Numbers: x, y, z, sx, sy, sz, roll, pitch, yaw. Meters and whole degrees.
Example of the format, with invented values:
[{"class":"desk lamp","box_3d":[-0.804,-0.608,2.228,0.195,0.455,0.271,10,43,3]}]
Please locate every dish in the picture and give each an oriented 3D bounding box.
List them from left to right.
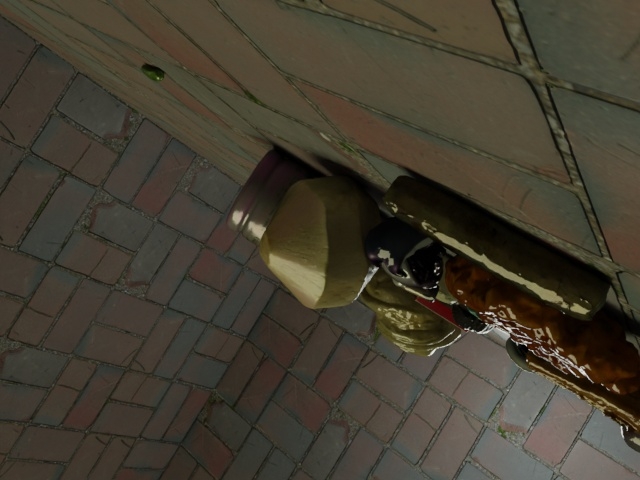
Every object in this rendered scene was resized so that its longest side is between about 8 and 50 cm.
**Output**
[{"class":"dish","box_3d":[0.663,0.336,2.130,0.141,0.078,0.141,16,-139,-14]}]

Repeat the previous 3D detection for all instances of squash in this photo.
[{"class":"squash","box_3d":[-0.357,-0.356,1.439,0.027,0.027,0.089,34,179,-42]}]

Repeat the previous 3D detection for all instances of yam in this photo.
[{"class":"yam","box_3d":[0.227,0.007,0.899,0.317,0.071,0.067,31,-146,18]}]

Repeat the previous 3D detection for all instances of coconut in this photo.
[{"class":"coconut","box_3d":[0.000,0.000,1.300,0.259,0.259,0.259,32,178,1]}]

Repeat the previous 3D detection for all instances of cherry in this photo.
[{"class":"cherry","box_3d":[0.926,0.528,1.885,0.176,0.140,0.176,10,164,3]}]

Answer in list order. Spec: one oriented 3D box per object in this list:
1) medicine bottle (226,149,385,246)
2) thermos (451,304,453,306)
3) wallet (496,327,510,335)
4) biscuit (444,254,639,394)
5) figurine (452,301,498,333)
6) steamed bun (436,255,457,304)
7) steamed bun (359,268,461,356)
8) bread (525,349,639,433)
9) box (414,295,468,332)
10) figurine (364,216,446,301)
[{"class":"medicine bottle","box_3d":[-0.028,-0.038,1.536,0.325,0.212,0.212,33,178,-3]},{"class":"thermos","box_3d":[0.295,0.101,1.830,0.187,0.083,0.073,33,-160,0]},{"class":"wallet","box_3d":[0.486,0.212,2.003,0.251,0.054,0.290,33,180,27]},{"class":"biscuit","box_3d":[0.363,0.126,1.119,0.312,0.111,0.318,34,177,-6]},{"class":"figurine","box_3d":[0.385,0.158,1.577,0.137,0.110,0.245,28,169,7]},{"class":"steamed bun","box_3d":[0.269,0.079,1.532,0.130,0.091,0.112,35,173,-4]},{"class":"steamed bun","box_3d":[0.298,0.235,2.331,0.372,0.230,0.325,29,-157,-17]},{"class":"bread","box_3d":[0.539,0.261,1.317,0.270,0.139,0.077,29,167,15]},{"class":"box","box_3d":[0.406,0.199,2.191,0.229,0.050,0.123,32,-148,-13]},{"class":"figurine","box_3d":[0.158,0.020,1.231,0.145,0.145,0.222,31,166,22]}]
